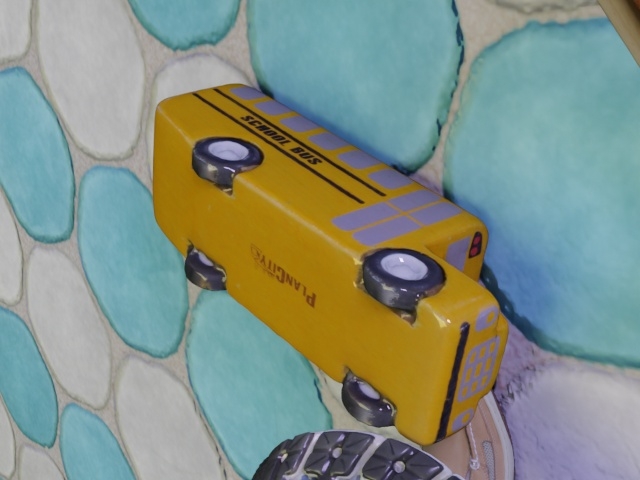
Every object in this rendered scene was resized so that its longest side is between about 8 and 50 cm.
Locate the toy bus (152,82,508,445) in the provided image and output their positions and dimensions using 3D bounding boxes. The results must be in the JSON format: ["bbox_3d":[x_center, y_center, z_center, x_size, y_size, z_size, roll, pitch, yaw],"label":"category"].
[{"bbox_3d":[0.000,0.000,0.707,0.332,0.130,0.108,34,129,37],"label":"toy bus"}]

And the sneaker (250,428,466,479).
[{"bbox_3d":[0.101,0.225,0.621,0.330,0.130,0.147,20,160,16],"label":"sneaker"}]

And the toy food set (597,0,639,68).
[{"bbox_3d":[0.188,-0.081,0.386,0.306,0.092,0.219,51,153,-17],"label":"toy food set"}]

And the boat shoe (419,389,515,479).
[{"bbox_3d":[0.099,0.177,0.711,0.068,0.072,0.190,-10,98,52],"label":"boat shoe"}]
